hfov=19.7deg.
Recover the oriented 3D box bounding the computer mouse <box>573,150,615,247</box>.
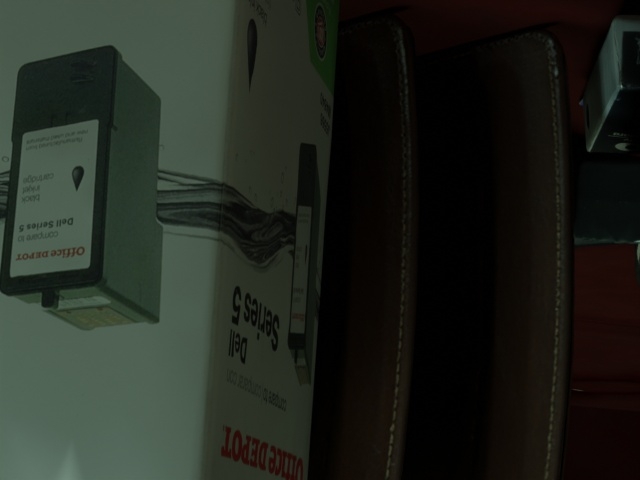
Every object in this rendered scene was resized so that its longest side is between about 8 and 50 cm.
[{"bbox_3d":[0.137,-0.027,1.220,0.188,0.072,0.272,-6,178,31],"label":"computer mouse"}]

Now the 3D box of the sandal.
[{"bbox_3d":[0.231,0.010,1.008,0.167,0.107,0.445,3,-178,24],"label":"sandal"}]

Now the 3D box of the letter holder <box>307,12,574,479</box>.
[{"bbox_3d":[0.004,0.035,0.938,0.152,0.302,0.214,13,165,-40],"label":"letter holder"}]

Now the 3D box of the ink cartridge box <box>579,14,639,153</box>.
[{"bbox_3d":[0.246,-0.071,0.978,0.206,0.045,0.208,3,173,4],"label":"ink cartridge box"}]

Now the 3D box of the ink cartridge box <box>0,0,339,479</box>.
[{"bbox_3d":[-0.069,-0.013,0.785,0.114,0.273,0.198,1,169,11],"label":"ink cartridge box"}]
